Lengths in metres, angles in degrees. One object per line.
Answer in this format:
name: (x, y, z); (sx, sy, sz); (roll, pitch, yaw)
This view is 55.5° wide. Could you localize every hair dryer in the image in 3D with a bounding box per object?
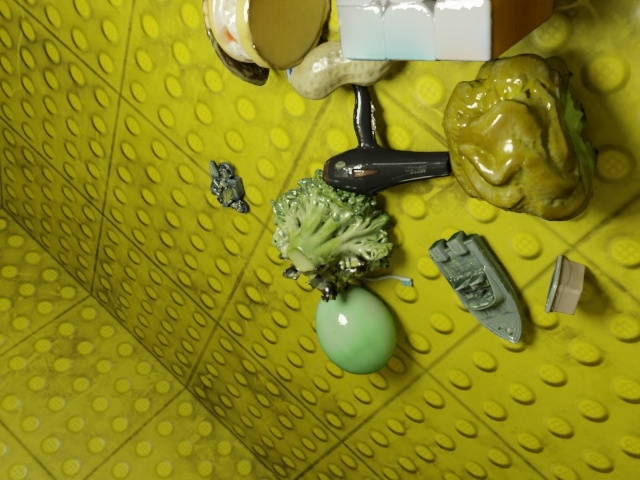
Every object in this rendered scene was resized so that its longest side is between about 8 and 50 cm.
hair dryer: (0.135, -0.283, 1.394); (0.304, 0.120, 0.359); (-4, 104, 23)

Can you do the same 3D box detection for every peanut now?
peanut: (0.062, -0.385, 1.321); (0.275, 0.111, 0.125); (-18, 124, 21)

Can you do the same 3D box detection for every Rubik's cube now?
Rubik's cube: (0.209, -0.482, 1.023); (0.291, 0.292, 0.291); (14, 128, 35)

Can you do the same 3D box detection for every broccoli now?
broccoli: (0.015, -0.011, 1.611); (0.334, 0.272, 0.324); (60, 158, -9)

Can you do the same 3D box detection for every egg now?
egg: (0.099, 0.253, 1.739); (0.220, 0.220, 0.269); (-18, 103, 47)

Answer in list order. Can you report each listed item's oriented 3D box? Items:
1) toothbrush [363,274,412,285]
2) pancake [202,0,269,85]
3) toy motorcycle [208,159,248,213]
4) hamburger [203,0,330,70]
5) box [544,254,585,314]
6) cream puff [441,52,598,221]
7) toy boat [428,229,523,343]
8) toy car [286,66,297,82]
toothbrush: (0.146, 0.102, 1.736); (0.263, 0.022, 0.026); (6, 112, 38)
pancake: (-0.200, -0.478, 1.447); (0.031, 0.250, 0.250); (-24, 104, 22)
toy motorcycle: (-0.297, -0.166, 1.892); (0.124, 0.061, 0.193); (6, 132, 30)
hamburger: (-0.126, -0.534, 1.313); (0.186, 0.261, 0.302); (26, 131, 30)
box: (0.533, 0.100, 1.321); (0.062, 0.122, 0.089); (14, 129, 19)
cream puff: (0.355, -0.173, 1.152); (0.270, 0.274, 0.323); (-17, 105, 37)
toy boat: (0.393, 0.122, 1.477); (0.319, 0.092, 0.141); (54, 141, -7)
toy car: (-0.015, -0.407, 1.450); (0.171, 0.070, 0.080); (16, 129, 33)
